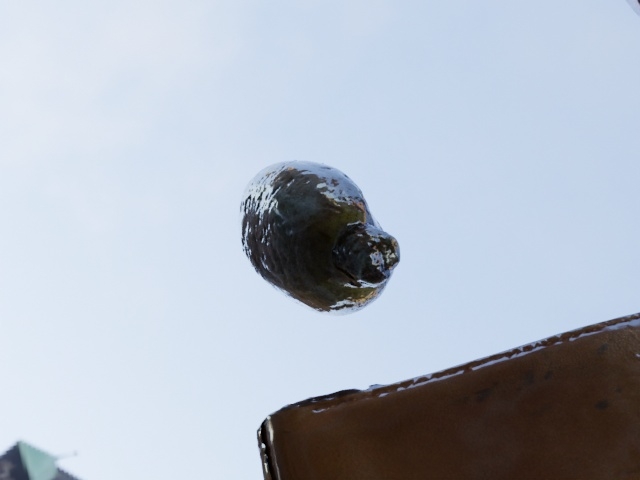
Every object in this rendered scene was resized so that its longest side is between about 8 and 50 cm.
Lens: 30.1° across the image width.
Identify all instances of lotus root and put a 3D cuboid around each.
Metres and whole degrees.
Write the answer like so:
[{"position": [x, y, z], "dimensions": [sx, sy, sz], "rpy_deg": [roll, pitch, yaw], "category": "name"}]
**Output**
[{"position": [0.000, 0.000, 0.863], "dimensions": [0.192, 0.088, 0.113], "rpy_deg": [25, -40, 65], "category": "lotus root"}]

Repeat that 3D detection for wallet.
[{"position": [0.077, 0.104, 0.482], "dimensions": [0.161, 0.196, 0.042], "rpy_deg": [-108, 180, -60], "category": "wallet"}]

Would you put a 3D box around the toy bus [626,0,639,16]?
[{"position": [0.311, -0.157, 0.651], "dimensions": [0.303, 0.147, 0.127], "rpy_deg": [17, -67, 25], "category": "toy bus"}]
